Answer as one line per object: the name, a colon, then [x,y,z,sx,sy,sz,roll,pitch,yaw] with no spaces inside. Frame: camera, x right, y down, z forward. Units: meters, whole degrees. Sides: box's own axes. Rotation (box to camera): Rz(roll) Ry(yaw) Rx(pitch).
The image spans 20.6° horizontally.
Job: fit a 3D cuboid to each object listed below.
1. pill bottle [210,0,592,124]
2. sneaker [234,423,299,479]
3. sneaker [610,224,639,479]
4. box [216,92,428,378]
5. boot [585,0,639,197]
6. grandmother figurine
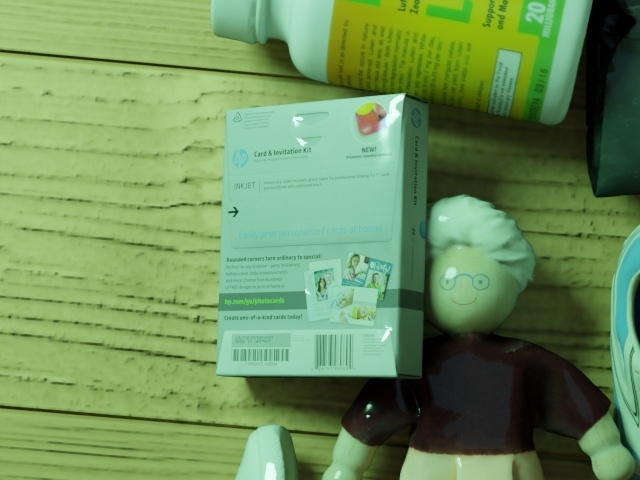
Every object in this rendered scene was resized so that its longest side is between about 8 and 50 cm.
pill bottle: [0.056,-0.165,1.190,0.246,0.136,0.136,11,83,5]
sneaker: [-0.064,0.227,1.181,0.094,0.080,0.212,4,84,10]
sneaker: [0.234,0.101,1.171,0.085,0.086,0.237,-4,108,12]
box: [0.000,0.000,1.188,0.145,0.038,0.186,-3,83,32]
boot: [0.400,-0.048,1.188,0.445,0.146,0.367,4,75,-5]
grandmother figurine: [0.106,0.140,1.182,0.208,0.104,0.342,-2,86,-7]
